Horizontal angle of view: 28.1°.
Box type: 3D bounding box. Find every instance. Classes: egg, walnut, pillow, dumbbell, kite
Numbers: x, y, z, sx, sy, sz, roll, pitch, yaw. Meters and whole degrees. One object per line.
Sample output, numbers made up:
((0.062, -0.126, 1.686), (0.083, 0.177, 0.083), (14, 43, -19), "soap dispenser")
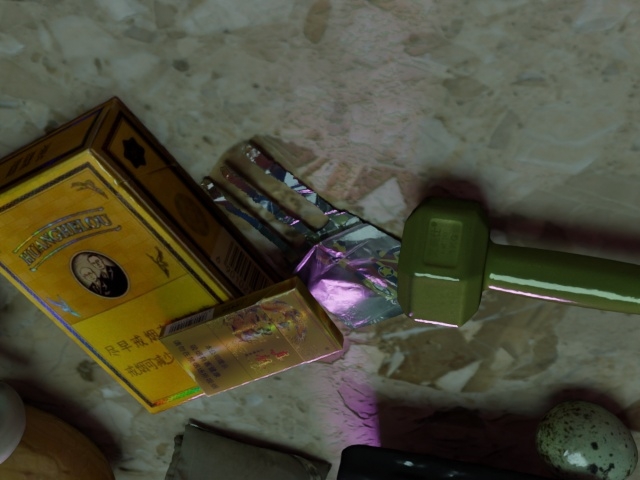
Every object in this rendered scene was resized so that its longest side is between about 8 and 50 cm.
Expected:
((0.267, 0.205, 1.280), (0.110, 0.085, 0.085), (18, 136, -18), "egg")
((-0.345, 0.288, 1.471), (0.226, 0.193, 0.193), (34, 132, -12), "walnut")
((-0.093, 0.290, 1.436), (0.181, 0.134, 0.078), (19, 147, -2), "pillow")
((0.220, 0.034, 1.112), (0.302, 0.121, 0.108), (10, 163, 8), "dumbbell")
((0.000, 0.001, 1.210), (0.245, 0.015, 0.141), (38, 129, -21), "kite")

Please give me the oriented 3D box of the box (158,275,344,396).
((-0.065, 0.092, 1.195), (0.156, 0.022, 0.089), (-19, 125, 24), "box")

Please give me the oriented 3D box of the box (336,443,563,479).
((0.174, 0.315, 1.370), (0.289, 0.073, 0.290), (8, 149, 20), "box")

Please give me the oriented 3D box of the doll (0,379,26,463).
((-0.446, 0.078, 1.274), (0.226, 0.215, 0.370), (-10, 136, -5), "doll")

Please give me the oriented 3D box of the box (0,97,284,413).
((-0.179, 0.026, 1.234), (0.193, 0.084, 0.301), (-24, 123, 30), "box")
